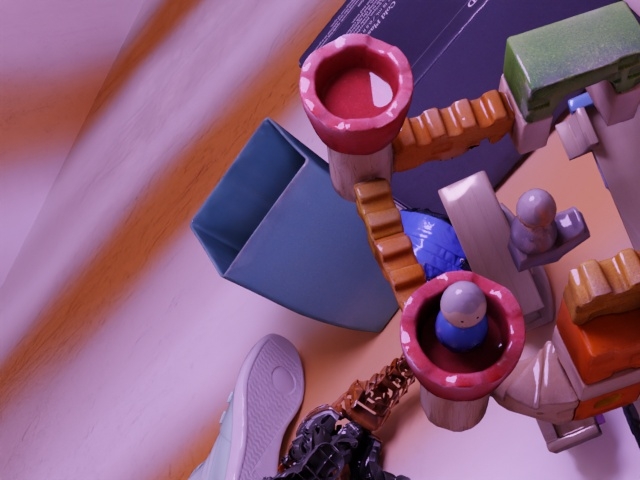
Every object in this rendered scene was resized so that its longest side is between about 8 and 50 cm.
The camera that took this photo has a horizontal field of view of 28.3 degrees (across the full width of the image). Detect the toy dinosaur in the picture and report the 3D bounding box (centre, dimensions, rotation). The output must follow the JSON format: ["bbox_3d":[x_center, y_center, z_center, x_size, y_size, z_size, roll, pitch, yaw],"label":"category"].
[{"bbox_3d":[0.008,0.240,1.377,0.218,0.164,0.321,-108,33,-74],"label":"toy dinosaur"}]

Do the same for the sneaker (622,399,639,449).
[{"bbox_3d":[0.324,0.164,0.990,0.122,0.110,0.283,-27,48,2],"label":"sneaker"}]

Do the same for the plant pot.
[{"bbox_3d":[0.000,0.000,1.518,0.165,0.234,0.165,-54,28,8],"label":"plant pot"}]

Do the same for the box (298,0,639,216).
[{"bbox_3d":[0.165,-0.240,1.550,0.343,0.179,0.312,-49,28,19],"label":"box"}]

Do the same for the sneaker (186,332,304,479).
[{"bbox_3d":[-0.109,0.242,1.599,0.151,0.094,0.255,-29,39,47],"label":"sneaker"}]

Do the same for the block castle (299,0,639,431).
[{"bbox_3d":[0.237,-0.061,0.948,0.453,0.213,0.303,-18,65,-5],"label":"block castle"}]

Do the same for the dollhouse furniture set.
[{"bbox_3d":[0.306,0.011,1.199,0.303,0.198,0.286,-24,78,10],"label":"dollhouse furniture set"}]

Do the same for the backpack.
[{"bbox_3d":[0.131,0.022,1.412,0.098,0.120,0.101,3,65,57],"label":"backpack"}]
